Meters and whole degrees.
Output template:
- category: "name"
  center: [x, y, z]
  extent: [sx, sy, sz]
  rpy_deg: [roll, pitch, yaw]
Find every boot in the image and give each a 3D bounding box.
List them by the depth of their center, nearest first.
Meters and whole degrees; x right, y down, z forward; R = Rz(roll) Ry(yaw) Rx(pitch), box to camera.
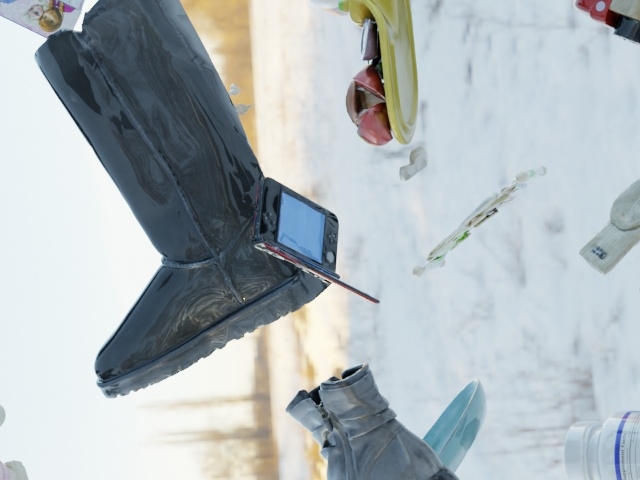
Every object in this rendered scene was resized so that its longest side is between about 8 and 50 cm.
- category: "boot"
  center: [-0.241, -0.059, 1.695]
  extent: [0.445, 0.367, 0.146]
  rpy_deg: [58, -161, -8]
- category: "boot"
  center: [0.028, 0.299, 1.761]
  extent: [0.223, 0.118, 0.338]
  rpy_deg: [51, 133, 6]

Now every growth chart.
- category: "growth chart"
  center: [0.220, -0.028, 1.842]
  extent: [0.021, 0.237, 0.172]
  rpy_deg: [50, -154, 9]

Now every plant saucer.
- category: "plant saucer"
  center: [0.170, 0.356, 2.065]
  extent: [0.317, 0.044, 0.317]
  rpy_deg: [-54, -3, -5]

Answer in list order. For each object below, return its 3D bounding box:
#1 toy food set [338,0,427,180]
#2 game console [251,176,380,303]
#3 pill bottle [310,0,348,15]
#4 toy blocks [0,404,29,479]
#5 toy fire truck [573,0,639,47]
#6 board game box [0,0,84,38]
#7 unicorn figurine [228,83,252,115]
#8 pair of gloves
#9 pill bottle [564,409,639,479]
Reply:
- category: "toy food set"
  center: [0.052, -0.162, 1.311]
  extent: [0.128, 0.071, 0.218]
  rpy_deg: [-52, -43, -66]
- category: "game console"
  center: [0.000, 0.000, 1.484]
  extent: [0.144, 0.085, 0.124]
  rpy_deg: [29, -121, -47]
- category: "pill bottle"
  center: [0.020, -0.404, 2.089]
  extent: [0.152, 0.086, 0.086]
  rpy_deg: [-14, -79, -78]
- category: "toy blocks"
  center: [-0.559, 0.344, 1.774]
  extent: [0.309, 0.288, 0.260]
  rpy_deg: [66, -174, 19]
- category: "toy fire truck"
  center: [0.444, -0.377, 1.951]
  extent: [0.246, 0.217, 0.158]
  rpy_deg: [29, 103, 40]
- category: "board game box"
  center: [-0.499, -0.432, 1.988]
  extent: [0.066, 0.319, 0.318]
  rpy_deg: [-59, 15, 21]
- category: "unicorn figurine"
  center: [-0.180, -0.180, 1.746]
  extent: [0.111, 0.162, 0.060]
  rpy_deg: [-34, -65, -47]
- category: "pair of gloves"
  center: [0.505, -0.009, 1.916]
  extent: [0.204, 0.042, 0.240]
  rpy_deg: [-54, 32, 0]
- category: "pill bottle"
  center: [0.530, 0.342, 2.079]
  extent: [0.152, 0.272, 0.152]
  rpy_deg: [11, -104, -53]
